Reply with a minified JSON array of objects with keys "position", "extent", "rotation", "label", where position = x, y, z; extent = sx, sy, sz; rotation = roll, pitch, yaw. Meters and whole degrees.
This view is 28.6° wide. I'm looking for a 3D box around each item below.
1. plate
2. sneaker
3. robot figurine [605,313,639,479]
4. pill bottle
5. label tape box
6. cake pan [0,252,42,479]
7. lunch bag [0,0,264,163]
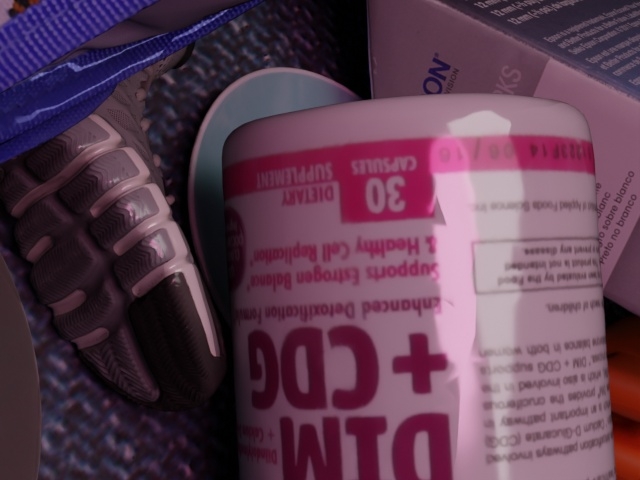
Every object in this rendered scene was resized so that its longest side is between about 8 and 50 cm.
[{"position":[0.000,0.000,0.660],"extent":[0.188,0.024,0.188],"rotation":[22,57,-38],"label":"plate"},{"position":[-0.082,-0.047,0.555],"extent":[0.132,0.086,0.229],"rotation":[-37,99,-50],"label":"sneaker"},{"position":[0.241,0.097,0.785],"extent":[0.219,0.128,0.158],"rotation":[-12,75,-46],"label":"robot figurine"},{"position":[0.044,0.089,0.537],"extent":[0.160,0.160,0.283],"rotation":[-1,86,-46],"label":"pill bottle"},{"position":[0.155,-0.085,0.739],"extent":[0.347,0.115,0.249],"rotation":[30,29,21],"label":"label tape box"},{"position":[-0.213,0.051,0.400],"extent":[0.293,0.054,0.293],"rotation":[21,58,-38],"label":"cake pan"},{"position":[-0.094,-0.221,0.404],"extent":[0.385,0.239,0.328],"rotation":[-35,95,-16],"label":"lunch bag"}]
